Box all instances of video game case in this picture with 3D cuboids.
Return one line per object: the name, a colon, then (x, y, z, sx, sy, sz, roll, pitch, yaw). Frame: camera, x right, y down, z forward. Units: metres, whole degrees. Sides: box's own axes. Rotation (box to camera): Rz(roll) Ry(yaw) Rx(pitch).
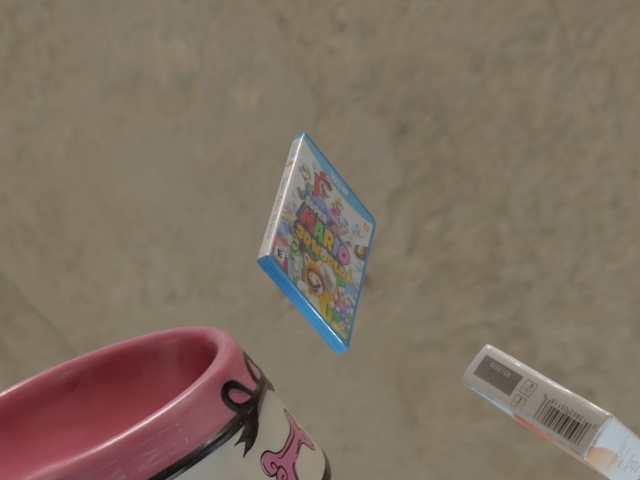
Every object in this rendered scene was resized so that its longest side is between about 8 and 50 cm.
video game case: (0.000, 0.000, 1.382, 0.015, 0.166, 0.119, -22, 123, 29)

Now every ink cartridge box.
ink cartridge box: (0.211, 0.160, 1.273, 0.045, 0.145, 0.179, -53, 131, -6)

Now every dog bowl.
dog bowl: (-0.205, 0.214, 1.415, 0.408, 0.408, 0.150, -24, 104, -8)
